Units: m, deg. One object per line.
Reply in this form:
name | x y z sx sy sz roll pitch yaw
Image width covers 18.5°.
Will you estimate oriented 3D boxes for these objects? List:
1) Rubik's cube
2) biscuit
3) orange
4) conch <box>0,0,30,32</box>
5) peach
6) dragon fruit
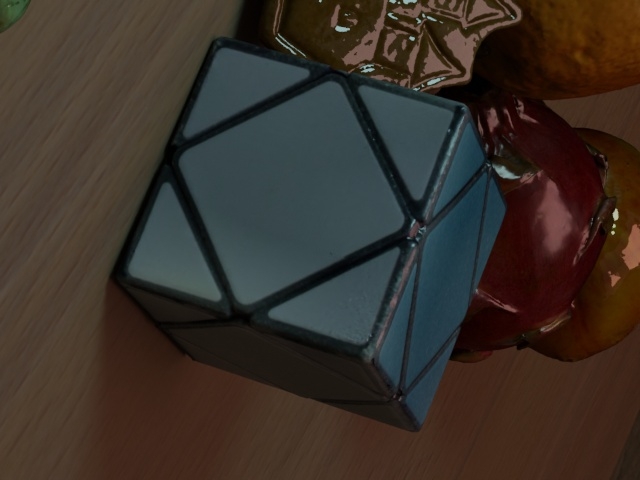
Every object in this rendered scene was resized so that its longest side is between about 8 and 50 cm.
Rubik's cube | 0.000 0.000 1.450 0.205 0.207 0.205 59 52 -67
biscuit | 0.061 -0.192 1.479 0.034 0.215 0.182 11 -88 65
orange | 0.211 -0.267 1.651 0.312 0.312 0.312 18 90 -71
conch | -0.176 -0.179 1.016 0.106 0.079 0.170 94 7 -50
peach | 0.280 0.007 2.187 0.281 0.238 0.281 -1 90 -80
dragon fruit | 0.164 -0.020 1.870 0.250 0.250 0.315 -33 134 -61
